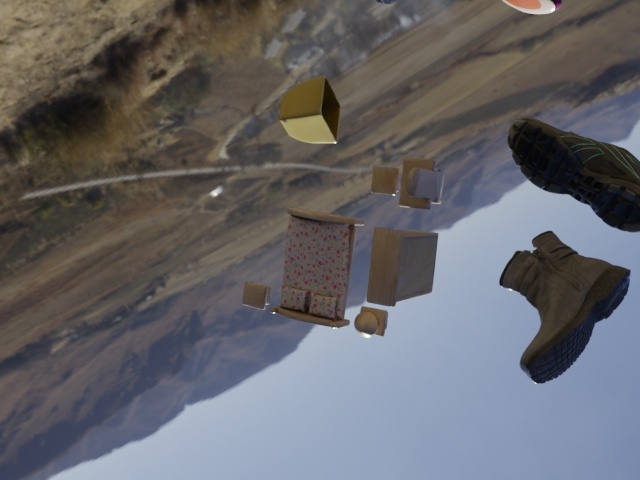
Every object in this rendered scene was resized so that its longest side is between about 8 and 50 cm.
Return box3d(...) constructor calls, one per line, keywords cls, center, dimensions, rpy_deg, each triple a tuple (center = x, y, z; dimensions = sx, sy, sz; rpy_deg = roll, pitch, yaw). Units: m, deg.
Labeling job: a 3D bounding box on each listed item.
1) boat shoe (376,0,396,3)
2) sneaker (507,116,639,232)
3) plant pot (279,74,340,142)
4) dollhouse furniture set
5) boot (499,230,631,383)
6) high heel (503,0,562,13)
box3d(cls="boat shoe", center=(0.086, -0.329, 0.797), dimensions=(0.137, 0.043, 0.049), rpy_deg=(-65, 152, -18))
box3d(cls="sneaker", center=(0.420, -0.114, 1.093), dimensions=(0.106, 0.267, 0.101), rpy_deg=(-36, 156, -34))
box3d(cls="plant pot", center=(-0.020, -0.210, 1.137), dimensions=(0.083, 0.081, 0.081), rpy_deg=(-6, 149, 21))
box3d(cls="dollhouse furniture set", center=(0.000, 0.000, 1.159), dimensions=(0.355, 0.303, 0.174), rpy_deg=(9, -175, 27))
box3d(cls="boot", center=(0.459, 0.133, 1.429), dimensions=(0.338, 0.118, 0.223), rpy_deg=(-37, -134, -26))
box3d(cls="high heel", center=(0.368, -0.577, 1.310), dimensions=(0.181, 0.377, 0.127), rpy_deg=(-39, 149, 3))
